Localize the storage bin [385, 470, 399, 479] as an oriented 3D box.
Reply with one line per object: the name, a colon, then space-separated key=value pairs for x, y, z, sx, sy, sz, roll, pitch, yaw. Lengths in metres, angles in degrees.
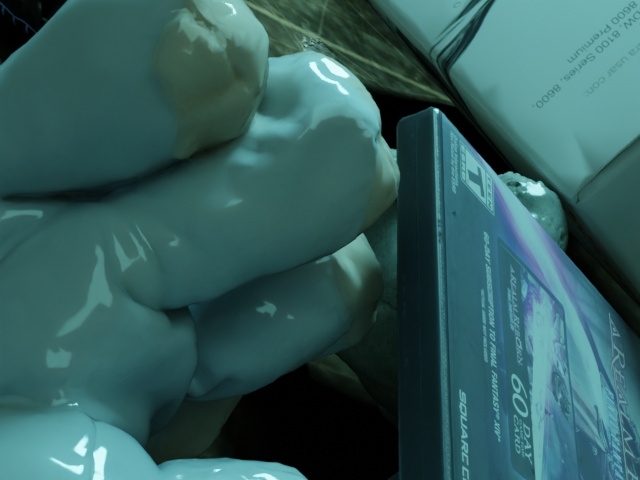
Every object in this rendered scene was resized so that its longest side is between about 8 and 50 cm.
storage bin: x=0.073 y=0.176 z=0.635 sx=0.091 sy=0.098 sz=0.135 roll=36 pitch=27 yaw=-29

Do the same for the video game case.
video game case: x=0.112 y=0.090 z=0.633 sx=0.274 sy=0.026 sz=0.196 roll=41 pitch=40 yaw=-43

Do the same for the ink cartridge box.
ink cartridge box: x=0.186 y=-0.118 z=0.960 sx=0.285 sy=0.166 sz=0.395 roll=42 pitch=9 yaw=-45

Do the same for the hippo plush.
hippo plush: x=-0.079 y=0.048 z=0.478 sx=0.294 sy=0.234 sz=0.236 roll=21 pitch=33 yaw=-32

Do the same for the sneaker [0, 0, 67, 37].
sneaker: x=-0.158 y=-0.158 z=0.842 sx=0.232 sy=0.081 sz=0.090 roll=27 pitch=24 yaw=-25

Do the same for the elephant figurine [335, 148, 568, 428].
elephant figurine: x=0.000 y=0.000 z=0.761 sx=0.239 sy=0.186 sz=0.169 roll=31 pitch=61 yaw=5
